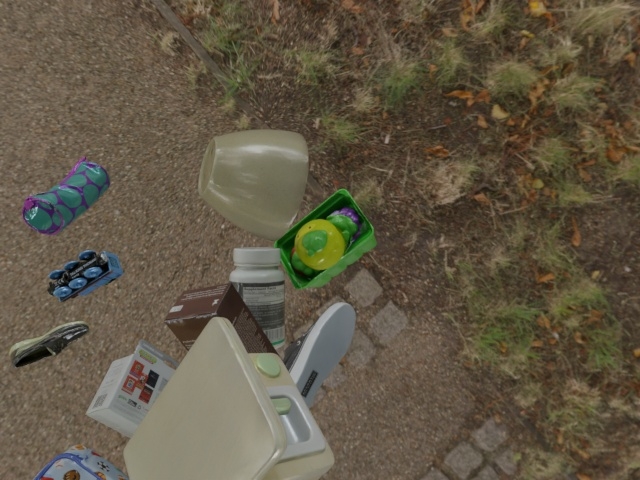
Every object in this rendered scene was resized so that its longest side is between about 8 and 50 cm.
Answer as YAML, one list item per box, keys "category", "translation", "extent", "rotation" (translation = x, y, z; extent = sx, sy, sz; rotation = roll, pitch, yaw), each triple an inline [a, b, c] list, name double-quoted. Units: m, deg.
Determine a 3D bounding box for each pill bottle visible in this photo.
- category: "pill bottle"
  translation: [-0.232, 0.208, 1.676]
  extent: [0.204, 0.204, 0.361]
  rotation: [0, 92, -7]

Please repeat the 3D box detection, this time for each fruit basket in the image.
- category: "fruit basket"
  translation: [0.000, 0.000, 1.658]
  extent: [0.392, 0.283, 0.392]
  rotation: [-22, 147, -15]

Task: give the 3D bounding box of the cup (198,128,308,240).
- category: "cup"
  translation: [-0.213, -0.182, 1.314]
  extent: [0.237, 0.331, 0.331]
  rotation: [12, 103, -26]

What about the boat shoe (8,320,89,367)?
- category: "boat shoe"
  translation: [-0.815, 0.319, 1.383]
  extent: [0.224, 0.073, 0.080]
  rotation: [-21, 141, -23]

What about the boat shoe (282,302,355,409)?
- category: "boat shoe"
  translation: [-0.028, 0.190, 0.702]
  extent: [0.080, 0.076, 0.228]
  rotation: [47, 64, -39]

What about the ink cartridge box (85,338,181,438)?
- category: "ink cartridge box"
  translation: [-0.610, 0.550, 1.625]
  extent: [0.130, 0.272, 0.309]
  rotation: [-24, 125, 29]

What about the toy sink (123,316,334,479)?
- category: "toy sink"
  translation: [-0.088, 0.214, 0.491]
  extent: [0.131, 0.153, 0.234]
  rotation: [13, 120, -46]

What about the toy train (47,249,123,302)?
- category: "toy train"
  translation: [-0.618, 0.095, 1.195]
  extent: [0.184, 0.105, 0.080]
  rotation: [-32, 67, 6]

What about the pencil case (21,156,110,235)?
- category: "pencil case"
  translation: [-0.413, -0.075, 0.750]
  extent: [0.064, 0.151, 0.070]
  rotation: [-18, 119, 19]

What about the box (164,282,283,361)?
- category: "box"
  translation: [-0.286, 0.322, 1.417]
  extent: [0.191, 0.143, 0.381]
  rotation: [-11, 125, 23]

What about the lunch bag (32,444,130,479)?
- category: "lunch bag"
  translation: [-0.567, 0.668, 1.085]
  extent: [0.303, 0.115, 0.243]
  rotation: [41, 75, -1]
